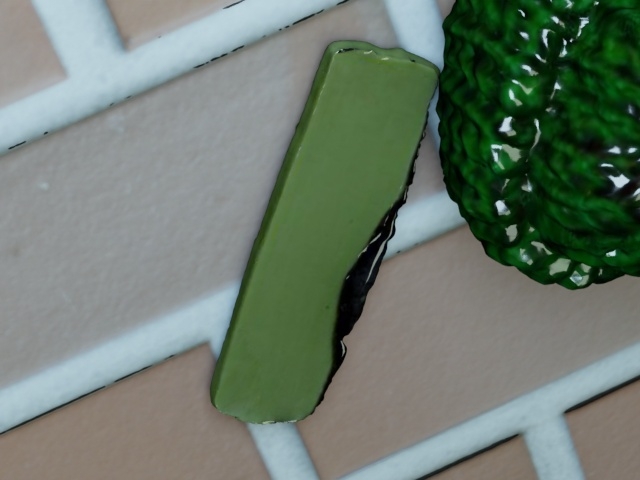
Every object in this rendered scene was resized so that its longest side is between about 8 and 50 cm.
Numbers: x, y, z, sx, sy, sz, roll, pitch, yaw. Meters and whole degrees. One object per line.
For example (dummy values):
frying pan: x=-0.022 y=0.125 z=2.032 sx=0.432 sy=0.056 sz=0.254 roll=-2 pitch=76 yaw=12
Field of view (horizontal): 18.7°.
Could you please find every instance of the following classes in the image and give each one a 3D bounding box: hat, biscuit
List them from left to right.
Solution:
biscuit: x=0.000 y=0.000 z=1.452 sx=0.099 sy=0.038 sz=0.322 roll=10 pitch=117 yaw=-20
hat: x=0.220 y=-0.068 z=1.304 sx=0.242 sy=0.332 sz=0.274 roll=-21 pitch=122 yaw=-12
